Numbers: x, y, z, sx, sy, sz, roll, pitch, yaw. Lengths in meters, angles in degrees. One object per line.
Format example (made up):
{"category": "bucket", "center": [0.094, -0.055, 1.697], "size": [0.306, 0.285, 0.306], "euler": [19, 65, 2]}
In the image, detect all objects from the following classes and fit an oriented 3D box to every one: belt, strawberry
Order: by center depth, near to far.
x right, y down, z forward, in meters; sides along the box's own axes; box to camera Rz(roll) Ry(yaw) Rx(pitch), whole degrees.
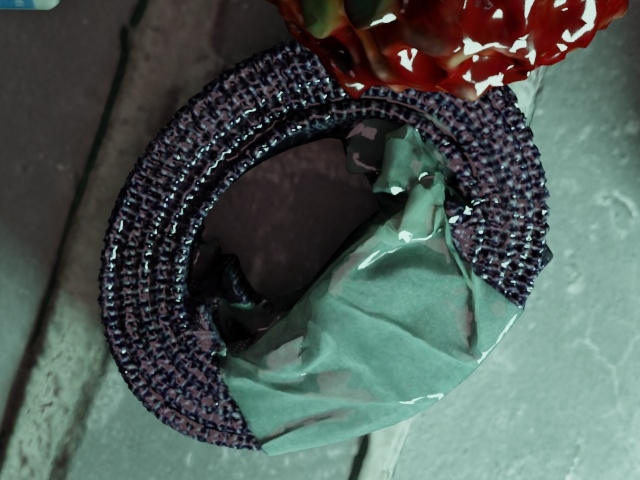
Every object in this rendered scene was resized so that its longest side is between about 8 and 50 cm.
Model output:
{"category": "strawberry", "center": [0.112, -0.245, 0.833], "size": [0.345, 0.295, 0.318], "euler": [-13, 73, -40]}
{"category": "belt", "center": [0.000, 0.000, 0.978], "size": [0.325, 0.122, 0.260], "euler": [-39, 98, 3]}

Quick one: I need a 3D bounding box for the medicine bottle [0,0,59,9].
{"category": "medicine bottle", "center": [-0.250, -0.198, 0.919], "size": [0.168, 0.105, 0.105], "euler": [0, 103, -5]}
